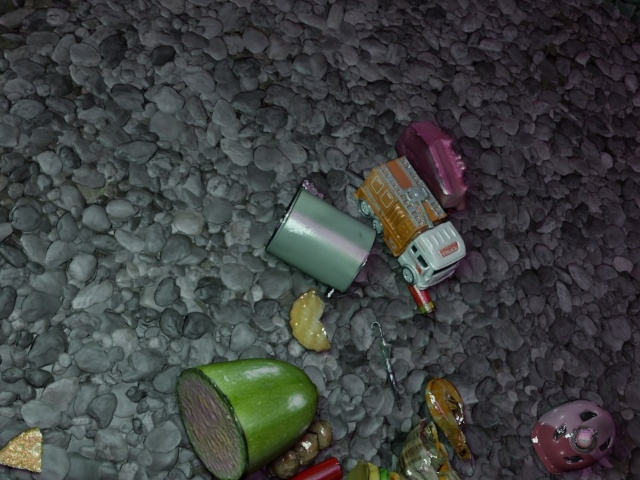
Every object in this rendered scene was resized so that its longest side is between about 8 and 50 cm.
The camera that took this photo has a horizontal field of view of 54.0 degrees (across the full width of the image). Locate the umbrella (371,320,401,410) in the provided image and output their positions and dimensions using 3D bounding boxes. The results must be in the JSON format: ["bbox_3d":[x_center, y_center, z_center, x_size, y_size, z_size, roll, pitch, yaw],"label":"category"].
[{"bbox_3d":[0.207,0.367,1.863,0.044,0.044,0.269,-19,77,5],"label":"umbrella"}]

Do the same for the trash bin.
[{"bbox_3d":[0.000,0.000,1.831,0.262,0.217,0.277,29,83,-6],"label":"trash bin"}]

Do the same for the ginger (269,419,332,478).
[{"bbox_3d":[-0.045,0.556,1.678,0.204,0.104,0.080,-27,65,-42],"label":"ginger"}]

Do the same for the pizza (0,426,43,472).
[{"bbox_3d":[-0.713,0.521,1.518,0.123,0.026,0.109,-37,88,-28],"label":"pizza"}]

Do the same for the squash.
[{"bbox_3d":[-0.161,0.411,1.615,0.308,0.310,0.311,-22,78,-39],"label":"squash"}]

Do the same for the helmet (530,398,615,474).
[{"bbox_3d":[0.790,0.590,1.909,0.253,0.154,0.199,-24,80,-29],"label":"helmet"}]

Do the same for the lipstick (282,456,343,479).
[{"bbox_3d":[-0.071,0.655,1.650,0.279,0.073,0.073,-19,77,-22],"label":"lipstick"}]

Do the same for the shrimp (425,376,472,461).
[{"bbox_3d":[0.382,0.520,1.841,0.150,0.068,0.249,-4,72,-40],"label":"shrimp"}]

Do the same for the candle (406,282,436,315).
[{"bbox_3d":[0.311,0.169,1.962,0.051,0.052,0.131,-23,78,-24],"label":"candle"}]

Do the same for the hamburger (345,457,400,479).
[{"bbox_3d":[0.136,0.696,1.624,0.148,0.237,0.237,24,65,-7],"label":"hamburger"}]

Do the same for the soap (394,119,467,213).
[{"bbox_3d":[0.365,-0.226,2.039,0.127,0.220,0.325,-18,78,-14],"label":"soap"}]

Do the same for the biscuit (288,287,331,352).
[{"bbox_3d":[-0.032,0.231,1.807,0.118,0.061,0.183,-12,91,17],"label":"biscuit"}]

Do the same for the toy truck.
[{"bbox_3d":[0.282,-0.059,1.931,0.173,0.207,0.388,-24,72,-26],"label":"toy truck"}]

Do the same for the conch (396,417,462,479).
[{"bbox_3d":[0.283,0.637,1.725,0.210,0.159,0.291,38,21,-32],"label":"conch"}]
